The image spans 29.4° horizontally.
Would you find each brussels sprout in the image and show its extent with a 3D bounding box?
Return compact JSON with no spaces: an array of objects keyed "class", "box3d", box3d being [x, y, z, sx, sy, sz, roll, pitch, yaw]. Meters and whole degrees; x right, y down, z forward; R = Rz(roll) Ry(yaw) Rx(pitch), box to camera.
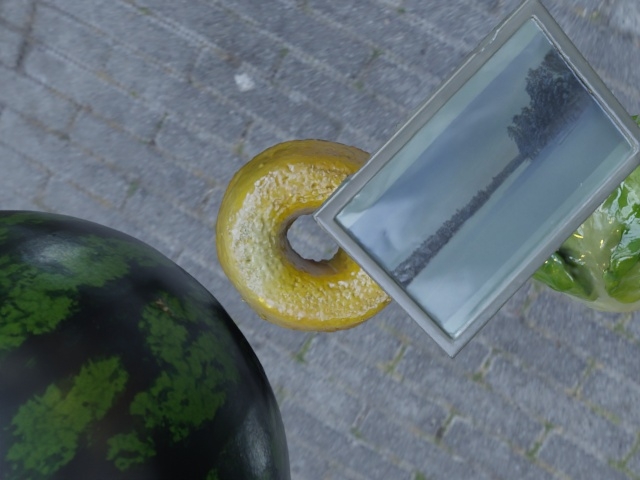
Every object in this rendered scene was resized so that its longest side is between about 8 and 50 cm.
[{"class":"brussels sprout","box3d":[0.357,-0.041,1.513,0.259,0.227,0.294,-11,117,33]}]

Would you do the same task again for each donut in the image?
[{"class":"donut","box3d":[-0.003,0.000,1.609,0.277,0.108,0.277,-1,99,-4]}]

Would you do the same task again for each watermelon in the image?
[{"class":"watermelon","box3d":[-0.141,0.110,0.568,0.269,0.269,0.269,3,105,13]}]

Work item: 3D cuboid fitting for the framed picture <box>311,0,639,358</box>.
[{"class":"framed picture","box3d":[0.159,-0.056,1.150,0.289,0.016,0.213,-45,115,-2]}]
